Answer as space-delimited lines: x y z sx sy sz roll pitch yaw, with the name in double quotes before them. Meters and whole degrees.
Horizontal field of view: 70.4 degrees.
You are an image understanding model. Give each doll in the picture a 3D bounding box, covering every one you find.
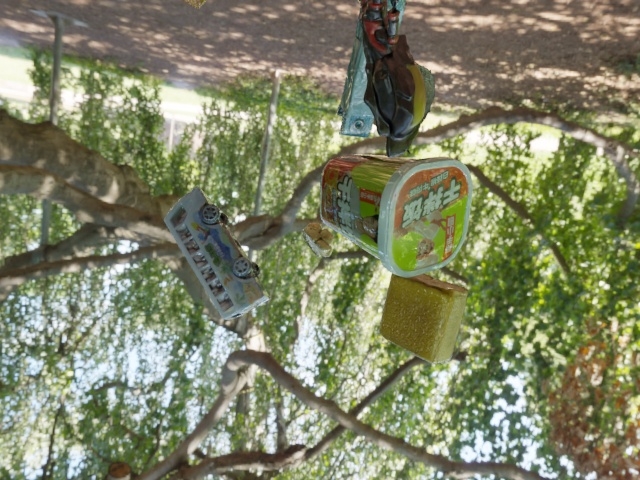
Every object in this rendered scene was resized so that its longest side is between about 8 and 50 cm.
"doll" 0.101 -0.247 0.652 0.088 0.249 0.127 -9 -174 20

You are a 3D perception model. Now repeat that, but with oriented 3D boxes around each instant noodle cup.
"instant noodle cup" 0.162 -0.091 1.114 0.293 0.294 0.307 1 -163 -35

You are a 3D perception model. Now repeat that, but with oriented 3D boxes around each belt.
"belt" 0.091 -0.333 0.861 0.072 0.302 0.087 2 -138 -14

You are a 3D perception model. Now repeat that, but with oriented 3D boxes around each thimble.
"thimble" 0.270 -0.533 1.663 0.270 0.271 0.150 2 -144 -30

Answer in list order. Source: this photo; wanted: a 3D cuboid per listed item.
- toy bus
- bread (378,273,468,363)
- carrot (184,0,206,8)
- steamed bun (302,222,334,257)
"toy bus" -0.257 0.033 1.128 0.136 0.330 0.109 -33 170 -3
"bread" 0.423 0.308 1.912 0.143 0.333 0.323 -2 -161 -45
"carrot" -0.217 -0.664 1.020 0.138 0.302 0.139 30 172 5
"steamed bun" 0.000 0.000 2.236 0.192 0.106 0.177 47 166 22
